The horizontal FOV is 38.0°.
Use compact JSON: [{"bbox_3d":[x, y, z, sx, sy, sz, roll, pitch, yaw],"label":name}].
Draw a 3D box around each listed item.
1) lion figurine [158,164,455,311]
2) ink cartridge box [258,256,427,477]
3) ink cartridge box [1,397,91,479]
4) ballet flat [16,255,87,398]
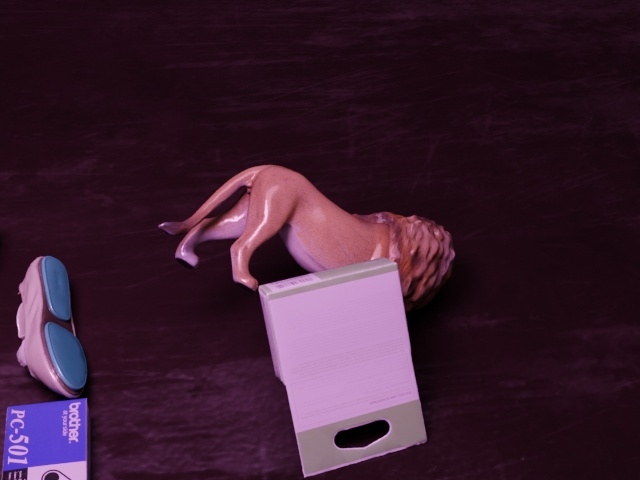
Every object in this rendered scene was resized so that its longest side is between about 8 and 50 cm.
[{"bbox_3d":[0.000,0.000,1.243,0.392,0.142,0.240,35,73,-21],"label":"lion figurine"},{"bbox_3d":[0.030,0.153,1.152,0.171,0.235,0.056,-13,10,-15],"label":"ink cartridge box"},{"bbox_3d":[-0.319,0.283,1.085,0.097,0.046,0.207,-5,44,-9],"label":"ink cartridge box"},{"bbox_3d":[-0.365,0.126,1.236,0.086,0.086,0.248,-9,43,-12],"label":"ballet flat"}]
